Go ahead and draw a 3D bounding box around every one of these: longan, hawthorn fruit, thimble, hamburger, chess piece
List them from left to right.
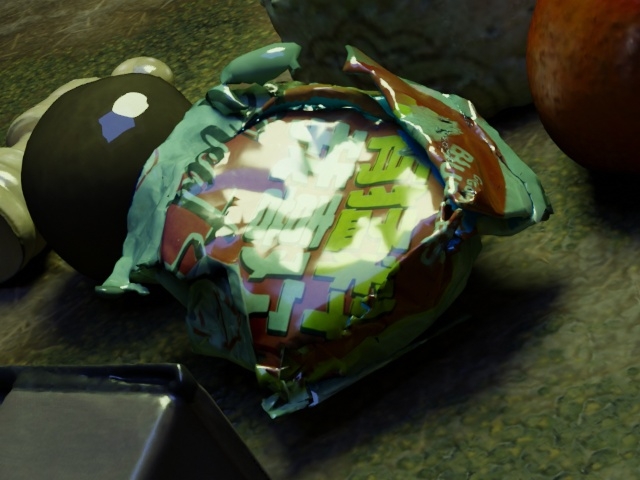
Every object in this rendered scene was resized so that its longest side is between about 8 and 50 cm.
[{"bbox_3d":[-0.251,-0.089,1.212,0.139,0.124,0.307,-41,7,46],"label":"chess piece"},{"bbox_3d":[-0.156,-0.051,1.019,0.189,0.189,0.189,-17,31,11],"label":"longan"},{"bbox_3d":[0.001,-0.003,0.887,0.276,0.150,0.261,29,74,36],"label":"hamburger"},{"bbox_3d":[0.091,-0.235,1.113,0.291,0.195,0.291,-16,30,10],"label":"thimble"},{"bbox_3d":[0.233,-0.155,0.863,0.196,0.226,0.197,-6,36,5],"label":"hawthorn fruit"}]

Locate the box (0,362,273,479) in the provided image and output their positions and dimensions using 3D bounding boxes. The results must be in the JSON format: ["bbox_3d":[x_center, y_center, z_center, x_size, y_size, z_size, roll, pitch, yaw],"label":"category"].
[{"bbox_3d":[-0.088,0.187,0.520,0.188,0.252,0.153,-5,40,32],"label":"box"}]
